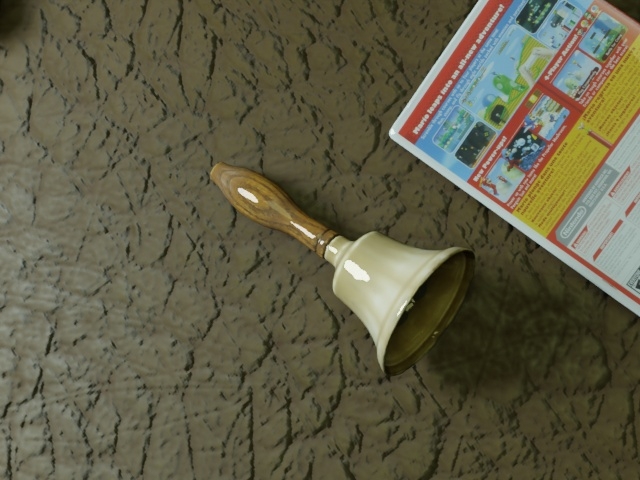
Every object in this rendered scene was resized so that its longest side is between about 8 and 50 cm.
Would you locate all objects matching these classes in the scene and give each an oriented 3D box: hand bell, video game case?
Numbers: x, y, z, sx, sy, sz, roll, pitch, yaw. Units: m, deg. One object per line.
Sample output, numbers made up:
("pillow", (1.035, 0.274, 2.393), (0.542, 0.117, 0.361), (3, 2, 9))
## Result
("hand bell", (0.000, 0.000, 1.181), (0.242, 0.126, 0.126), (33, 80, 24))
("video game case", (0.230, -0.093, 1.179), (0.285, 0.025, 0.204), (37, 101, 10))
